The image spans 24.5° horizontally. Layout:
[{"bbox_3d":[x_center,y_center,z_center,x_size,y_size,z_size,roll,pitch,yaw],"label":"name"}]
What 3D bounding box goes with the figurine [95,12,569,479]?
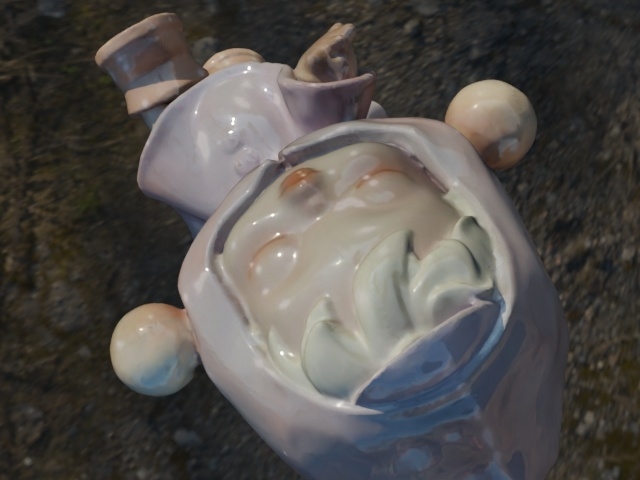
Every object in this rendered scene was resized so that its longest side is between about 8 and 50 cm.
[{"bbox_3d":[0.000,0.001,0.622,0.200,0.133,0.276,-33,51,-6],"label":"figurine"}]
